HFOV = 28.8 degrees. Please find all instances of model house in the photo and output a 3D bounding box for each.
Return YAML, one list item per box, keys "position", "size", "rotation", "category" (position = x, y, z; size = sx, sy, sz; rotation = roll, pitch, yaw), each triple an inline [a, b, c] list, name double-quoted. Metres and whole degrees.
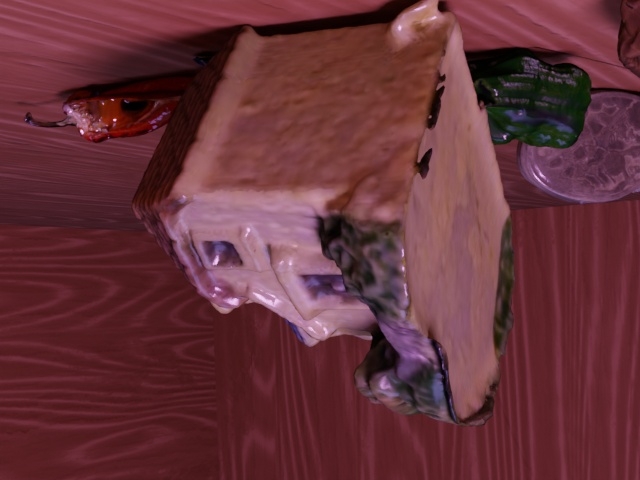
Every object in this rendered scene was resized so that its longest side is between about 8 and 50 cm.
- position: [0.000, 0.000, 0.997]
  size: [0.266, 0.261, 0.321]
  rotation: [2, 143, 22]
  category: "model house"

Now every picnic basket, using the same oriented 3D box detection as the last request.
- position: [0.295, -0.158, 0.962]
  size: [0.110, 0.054, 0.193]
  rotation: [-5, 176, 24]
  category: "picnic basket"

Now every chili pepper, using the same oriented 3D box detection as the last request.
- position: [0.122, -0.132, 1.108]
  size: [0.253, 0.083, 0.099]
  rotation: [4, 173, -22]
  category: "chili pepper"
- position: [-0.176, -0.131, 1.198]
  size: [0.268, 0.059, 0.050]
  rotation: [-7, -147, 30]
  category: "chili pepper"

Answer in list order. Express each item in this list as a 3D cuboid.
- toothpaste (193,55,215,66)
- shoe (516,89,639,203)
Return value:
- position: [-0.073, -0.153, 1.096]
  size: [0.083, 0.019, 0.027]
  rotation: [4, -169, -32]
  category: "toothpaste"
- position: [0.322, -0.106, 1.439]
  size: [0.316, 0.124, 0.159]
  rotation: [-1, -177, -31]
  category: "shoe"
